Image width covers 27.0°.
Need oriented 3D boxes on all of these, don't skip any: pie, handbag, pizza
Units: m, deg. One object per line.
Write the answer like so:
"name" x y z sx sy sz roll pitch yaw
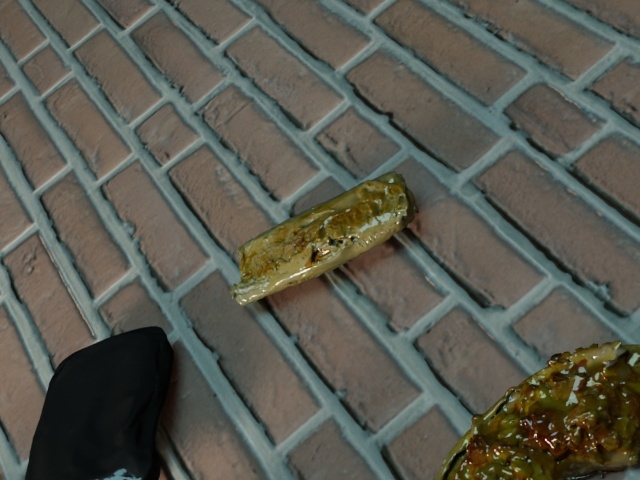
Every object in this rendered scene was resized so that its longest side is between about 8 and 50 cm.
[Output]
"pie" 0.000 0.000 1.788 0.282 0.068 0.128 -24 38 17
"handbag" -0.288 0.247 1.736 0.191 0.075 0.332 -20 34 13
"pizza" 0.228 0.210 1.384 0.305 0.085 0.161 -39 39 -1
